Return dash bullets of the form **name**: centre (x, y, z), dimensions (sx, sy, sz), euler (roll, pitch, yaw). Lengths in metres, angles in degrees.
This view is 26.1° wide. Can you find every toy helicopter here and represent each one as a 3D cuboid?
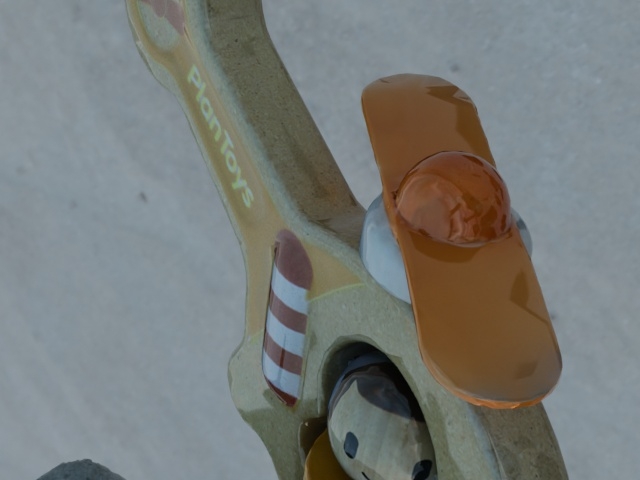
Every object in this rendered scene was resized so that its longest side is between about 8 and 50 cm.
- **toy helicopter**: centre (0.000, 0.000, 0.566), dimensions (0.355, 0.140, 0.235), euler (64, 152, 18)

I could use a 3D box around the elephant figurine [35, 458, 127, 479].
- **elephant figurine**: centre (-0.084, 0.236, 0.699), dimensions (0.239, 0.186, 0.169), euler (38, 143, 17)
